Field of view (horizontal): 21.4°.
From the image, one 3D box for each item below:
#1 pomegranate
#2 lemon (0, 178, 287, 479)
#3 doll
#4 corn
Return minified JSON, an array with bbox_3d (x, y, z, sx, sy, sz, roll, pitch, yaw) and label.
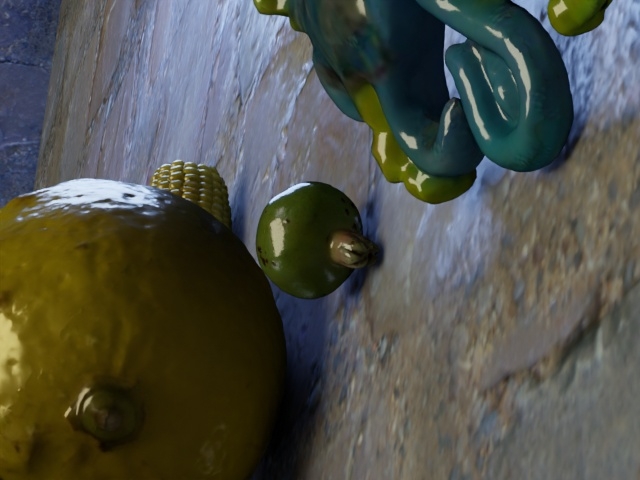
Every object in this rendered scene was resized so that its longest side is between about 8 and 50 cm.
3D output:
[{"bbox_3d":[0.001,-0.003,1.049,0.084,0.073,0.073,-18,54,30],"label":"pomegranate"},{"bbox_3d":[-0.147,0.080,1.172,0.284,0.260,0.261,25,104,55],"label":"lemon"},{"bbox_3d":[0.041,-0.191,0.823,0.346,0.098,0.341,52,152,31],"label":"doll"},{"bbox_3d":[-0.112,0.043,1.397,0.081,0.081,0.248,119,158,-49],"label":"corn"}]
